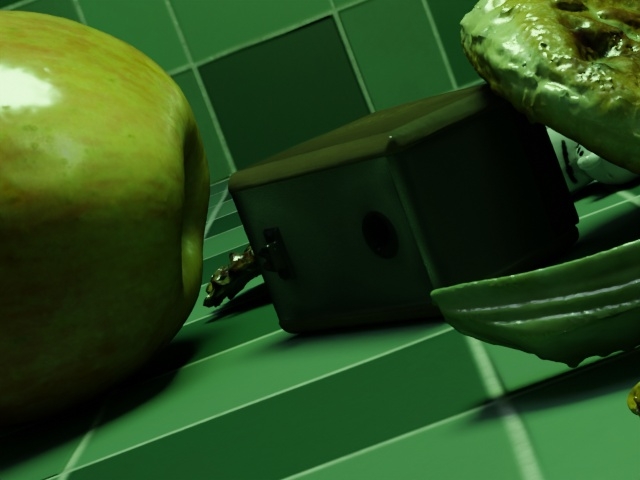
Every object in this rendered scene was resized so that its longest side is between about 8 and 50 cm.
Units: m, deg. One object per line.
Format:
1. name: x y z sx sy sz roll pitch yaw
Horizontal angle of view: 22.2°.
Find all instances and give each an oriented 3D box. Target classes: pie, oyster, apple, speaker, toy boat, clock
1. pie: 0.261 -0.131 1.271 0.315 0.092 0.315 13 28 -7
2. oyster: -0.005 -0.007 1.705 0.260 0.092 0.198 -22 3 17
3. apple: -0.277 -0.020 1.474 0.346 0.391 0.391 -5 10 9
4. speaker: 0.068 -0.026 1.360 0.192 0.153 0.231 -25 9 -36
5. toy boat: 0.208 0.017 0.925 0.293 0.055 0.093 -19 -28 17
6. clock: 0.241 -0.080 1.556 0.176 0.080 0.117 -18 9 12

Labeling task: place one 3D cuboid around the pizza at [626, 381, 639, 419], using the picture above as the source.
1. pizza: 0.228 0.039 0.799 0.188 0.062 0.199 -19 6 -2
